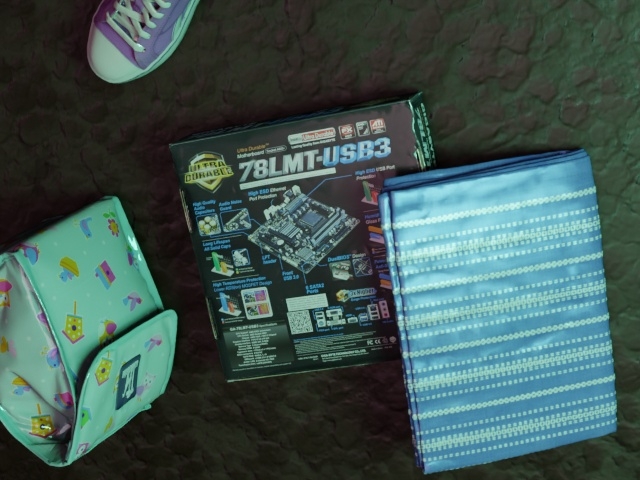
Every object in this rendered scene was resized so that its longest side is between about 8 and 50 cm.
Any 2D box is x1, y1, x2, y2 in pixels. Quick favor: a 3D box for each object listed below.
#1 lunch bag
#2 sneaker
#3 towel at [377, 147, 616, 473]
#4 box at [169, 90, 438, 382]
[{"bbox_3d":[-0.287,0.108,1.495,0.160,0.223,0.262,-18,99,28],"label":"lunch bag"},{"bbox_3d":[-0.188,-0.278,1.393,0.102,0.161,0.282,42,113,1],"label":"sneaker"},{"bbox_3d":[0.197,0.077,1.401,0.243,0.040,0.336,-11,104,-8],"label":"towel"},{"bbox_3d":[0.000,0.000,1.460,0.296,0.073,0.293,-10,101,18],"label":"box"}]
